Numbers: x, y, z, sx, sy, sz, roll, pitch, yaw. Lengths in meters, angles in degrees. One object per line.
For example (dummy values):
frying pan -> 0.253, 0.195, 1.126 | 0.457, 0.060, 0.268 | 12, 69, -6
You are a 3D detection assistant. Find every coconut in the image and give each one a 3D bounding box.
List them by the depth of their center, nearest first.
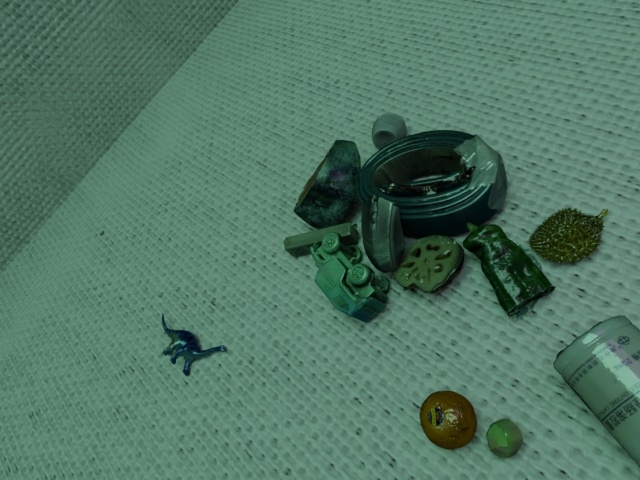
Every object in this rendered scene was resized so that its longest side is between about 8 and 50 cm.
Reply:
coconut -> 0.421, 0.454, 1.080 | 0.082, 0.081, 0.083 | -32, 65, 46

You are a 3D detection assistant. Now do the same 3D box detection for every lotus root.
lotus root -> 0.315, 0.081, 1.347 | 0.204, 0.078, 0.183 | -37, 41, 0

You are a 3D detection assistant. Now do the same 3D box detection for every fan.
fan -> 0.527, 0.101, 1.260 | 0.131, 0.009, 0.239 | -9, 60, 24

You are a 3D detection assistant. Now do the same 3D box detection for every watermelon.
watermelon -> 0.010, -0.192, 1.572 | 0.226, 0.148, 0.318 | 30, 104, 63

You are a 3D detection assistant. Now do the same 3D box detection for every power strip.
power strip -> 0.000, 0.000, 1.557 | 0.272, 0.078, 0.052 | -13, 59, 22

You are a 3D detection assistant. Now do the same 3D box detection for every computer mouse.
computer mouse -> 0.169, -0.017, 1.347 | 0.126, 0.071, 0.230 | 1, 103, 45

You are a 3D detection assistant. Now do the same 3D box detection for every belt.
belt -> 0.325, -0.170, 1.415 | 0.437, 0.173, 0.300 | 0, 66, 29

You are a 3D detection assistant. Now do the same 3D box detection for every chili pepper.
chili pepper -> 0.474, 0.054, 1.246 | 0.136, 0.099, 0.270 | -38, 58, 14

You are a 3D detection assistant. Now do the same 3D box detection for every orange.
orange -> 0.309, 0.431, 1.130 | 0.136, 0.118, 0.135 | -34, 41, 35

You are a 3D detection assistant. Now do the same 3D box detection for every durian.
durian -> 0.651, -0.024, 1.208 | 0.208, 0.102, 0.146 | -30, 48, 6

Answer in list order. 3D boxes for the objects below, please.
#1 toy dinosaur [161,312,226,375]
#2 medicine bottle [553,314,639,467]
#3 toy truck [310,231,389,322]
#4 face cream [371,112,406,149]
toy dinosaur -> -0.479, 0.368, 1.617 | 0.329, 0.076, 0.144 | 18, 67, 32
medicine bottle -> 0.662, 0.334, 0.944 | 0.190, 0.190, 0.332 | -37, 53, 6
toy truck -> 0.080, 0.107, 1.411 | 0.156, 0.155, 0.279 | -48, 52, 8
face cream -> 0.233, -0.369, 1.606 | 0.117, 0.117, 0.104 | -2, 45, 27
